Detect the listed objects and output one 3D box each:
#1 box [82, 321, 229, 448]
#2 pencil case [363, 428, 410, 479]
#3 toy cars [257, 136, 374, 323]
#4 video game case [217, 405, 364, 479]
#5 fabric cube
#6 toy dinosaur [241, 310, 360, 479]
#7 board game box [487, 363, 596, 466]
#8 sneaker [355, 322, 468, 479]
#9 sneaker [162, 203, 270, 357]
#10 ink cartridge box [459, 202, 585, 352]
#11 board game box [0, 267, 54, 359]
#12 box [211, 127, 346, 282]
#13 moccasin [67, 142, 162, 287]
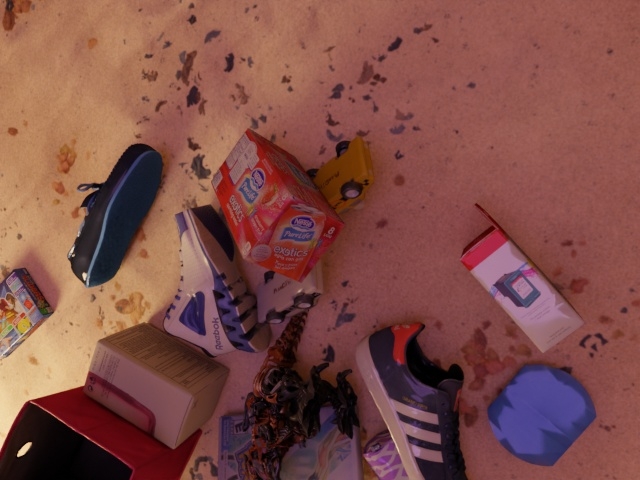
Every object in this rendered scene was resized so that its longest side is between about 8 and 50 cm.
[{"bbox_3d":[-0.333,0.287,1.011,0.232,0.148,0.127,25,103,15],"label":"box"},{"bbox_3d":[0.162,0.440,0.901,0.088,0.086,0.206,-34,86,6],"label":"pencil case"},{"bbox_3d":[0.000,0.000,0.902,0.176,0.087,0.394,41,111,54],"label":"toy cars"},{"bbox_3d":[-0.061,0.492,0.931,0.299,0.036,0.329,-12,65,19],"label":"video game case"},{"bbox_3d":[-0.444,0.456,0.983,0.258,0.258,0.254,25,91,14],"label":"fabric cube"},{"bbox_3d":[-0.064,0.287,0.914,0.218,0.164,0.322,-3,92,39],"label":"toy dinosaur"},{"bbox_3d":[0.372,0.292,0.845,0.133,0.033,0.169,38,100,16],"label":"board game box"},{"bbox_3d":[0.201,0.303,0.848,0.148,0.131,0.350,-31,85,23],"label":"sneaker"},{"bbox_3d":[-0.243,0.100,0.975,0.182,0.127,0.316,-23,89,16],"label":"sneaker"},{"bbox_3d":[0.299,0.050,0.790,0.078,0.134,0.231,-43,81,17],"label":"ink cartridge box"},{"bbox_3d":[-0.750,0.179,1.196,0.201,0.035,0.136,-38,83,17],"label":"board game box"},{"bbox_3d":[-0.081,-0.066,0.842,0.128,0.122,0.257,-52,39,16],"label":"box"},{"bbox_3d":[-0.450,-0.059,1.024,0.116,0.137,0.342,37,104,16],"label":"moccasin"}]
